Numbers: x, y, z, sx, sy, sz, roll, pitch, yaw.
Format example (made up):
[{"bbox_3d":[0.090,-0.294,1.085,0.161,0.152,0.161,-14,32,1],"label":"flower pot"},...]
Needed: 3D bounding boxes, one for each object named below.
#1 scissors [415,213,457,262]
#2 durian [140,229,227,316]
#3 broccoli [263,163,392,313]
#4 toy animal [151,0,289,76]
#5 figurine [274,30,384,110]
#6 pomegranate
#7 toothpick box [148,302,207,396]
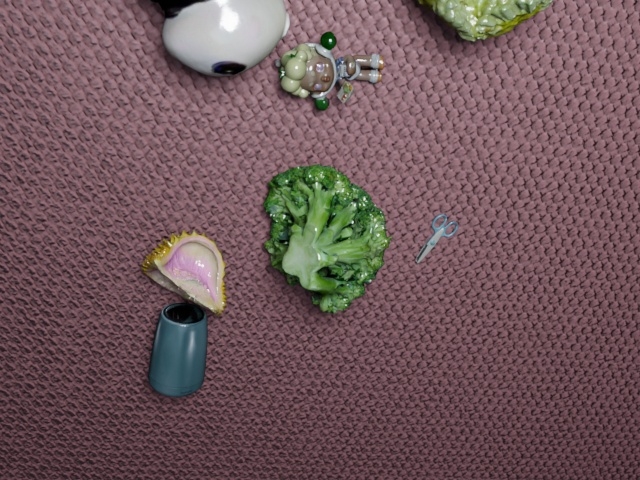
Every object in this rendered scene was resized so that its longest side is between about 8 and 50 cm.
[{"bbox_3d":[0.241,0.001,1.406,0.058,0.014,0.119,29,107,-19],"label":"scissors"},{"bbox_3d":[-0.270,0.069,1.319,0.182,0.132,0.165,12,127,-24],"label":"durian"},{"bbox_3d":[0.000,0.000,1.259,0.265,0.245,0.295,-11,95,20],"label":"broccoli"},{"bbox_3d":[-0.181,-0.397,1.053,0.212,0.212,0.267,-24,121,6],"label":"toy animal"},{"bbox_3d":[0.018,-0.302,1.178,0.197,0.093,0.147,1,128,-8],"label":"figurine"},{"bbox_3d":[0.292,-0.457,1.024,0.340,0.260,0.260,-14,122,31],"label":"pomegranate"},{"bbox_3d":[-0.300,0.228,1.404,0.120,0.120,0.184,7,114,-10],"label":"toothpick box"}]
